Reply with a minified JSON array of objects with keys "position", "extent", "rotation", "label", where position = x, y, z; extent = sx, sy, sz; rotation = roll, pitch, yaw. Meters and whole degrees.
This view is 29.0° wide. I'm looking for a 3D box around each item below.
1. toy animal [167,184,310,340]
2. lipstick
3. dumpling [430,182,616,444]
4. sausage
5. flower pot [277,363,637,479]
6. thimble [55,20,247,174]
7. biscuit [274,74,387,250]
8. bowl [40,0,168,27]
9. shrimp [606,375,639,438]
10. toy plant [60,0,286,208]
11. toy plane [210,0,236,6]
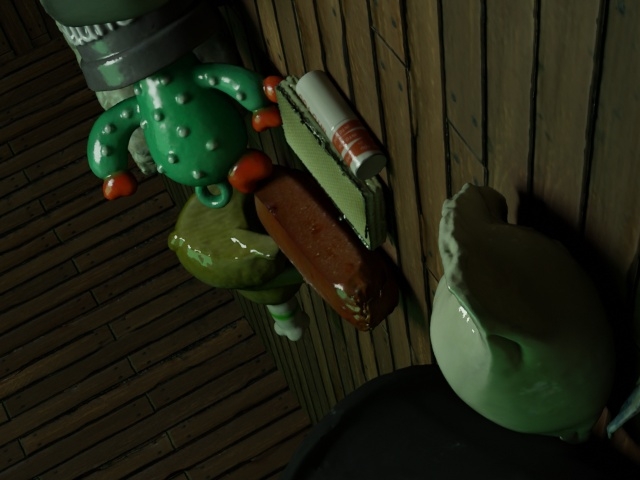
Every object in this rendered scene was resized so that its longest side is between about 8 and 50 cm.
[{"position":[-0.079,0.018,1.860],"extent":[0.181,0.180,0.363],"rotation":[65,-166,24],"label":"toy animal"},{"position":[0.021,-0.123,1.306],"extent":[0.130,0.038,0.038],"rotation":[56,168,29],"label":"lipstick"},{"position":[0.156,0.055,0.965],"extent":[0.252,0.131,0.179],"rotation":[43,-155,-42],"label":"dumpling"},{"position":[0.000,0.000,1.568],"extent":[0.330,0.102,0.102],"rotation":[49,163,47],"label":"sausage"},{"position":[0.164,0.289,1.040],"extent":[0.251,0.379,0.379],"rotation":[-6,113,57],"label":"flower pot"},{"position":[-0.240,-0.258,1.791],"extent":[0.291,0.195,0.291],"rotation":[57,173,11],"label":"thimble"},{"position":[0.014,-0.090,1.425],"extent":[0.199,0.041,0.121],"rotation":[54,165,30],"label":"biscuit"},{"position":[-0.183,-0.355,1.278],"extent":[0.289,0.146,0.289],"rotation":[9,-90,-80],"label":"bowl"},{"position":[0.256,0.159,0.832],"extent":[0.289,0.075,0.178],"rotation":[87,161,-69],"label":"shrimp"},{"position":[-0.209,-0.214,1.562],"extent":[0.400,0.280,0.185],"rotation":[61,-179,-23],"label":"toy plant"},{"position":[-0.145,-0.340,1.573],"extent":[0.120,0.031,0.049],"rotation":[58,164,8],"label":"toy plane"}]
